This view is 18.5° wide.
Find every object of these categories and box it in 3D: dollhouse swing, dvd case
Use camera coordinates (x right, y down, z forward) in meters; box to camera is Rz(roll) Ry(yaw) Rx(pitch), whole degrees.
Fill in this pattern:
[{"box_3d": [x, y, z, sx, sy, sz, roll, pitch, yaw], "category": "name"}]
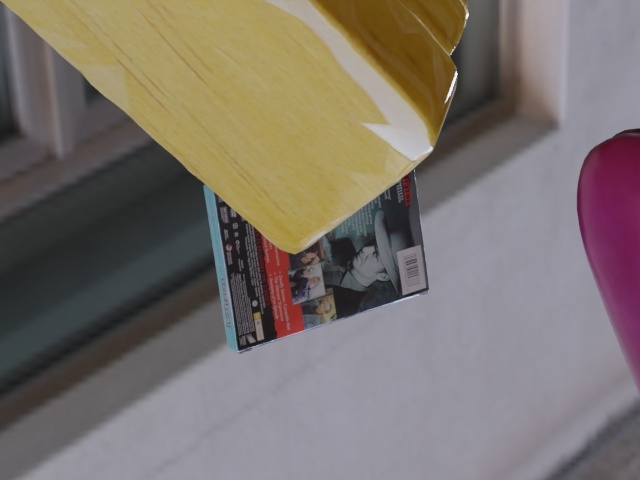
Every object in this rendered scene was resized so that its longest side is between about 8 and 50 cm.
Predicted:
[{"box_3d": [0.067, -0.229, 0.610, 0.305, 0.315, 0.347, -9, -131, 43], "category": "dollhouse swing"}, {"box_3d": [0.000, 0.000, 0.994, 0.119, 0.087, 0.013, -17, -164, -29], "category": "dvd case"}]

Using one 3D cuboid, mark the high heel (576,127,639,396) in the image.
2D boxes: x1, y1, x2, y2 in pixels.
[{"box_3d": [0.184, 0.143, 0.731, 0.181, 0.377, 0.127, -40, -176, -35], "category": "high heel"}]
